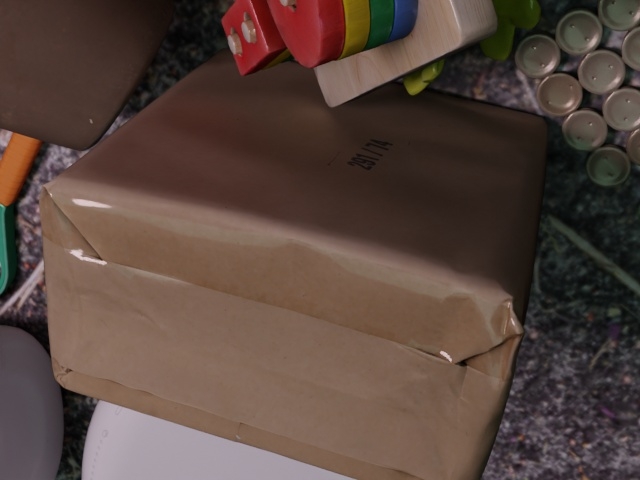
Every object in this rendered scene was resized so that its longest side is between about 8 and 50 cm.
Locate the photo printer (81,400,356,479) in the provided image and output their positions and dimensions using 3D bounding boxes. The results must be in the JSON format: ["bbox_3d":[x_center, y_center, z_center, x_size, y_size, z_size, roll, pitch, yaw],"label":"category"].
[{"bbox_3d":[-0.089,0.238,1.012,0.307,0.107,0.256,28,120,3],"label":"photo printer"}]

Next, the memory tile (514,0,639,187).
[{"bbox_3d":[0.233,-0.120,0.795,0.113,0.012,0.148,-30,104,27],"label":"memory tile"}]

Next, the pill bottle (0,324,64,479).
[{"bbox_3d":[-0.493,0.197,1.051,0.392,0.224,0.224,-1,115,18],"label":"pill bottle"}]

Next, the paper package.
[{"bbox_3d":[0.000,0.000,0.745,0.309,0.325,0.168,15,119,9],"label":"paper package"}]

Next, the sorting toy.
[{"bbox_3d":[-0.021,-0.214,0.623,0.089,0.255,0.257,-21,95,-15],"label":"sorting toy"}]

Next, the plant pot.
[{"bbox_3d":[-0.249,-0.193,0.799,0.229,0.263,0.263,30,122,-20],"label":"plant pot"}]

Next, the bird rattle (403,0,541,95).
[{"bbox_3d":[0.061,-0.239,0.731,0.206,0.143,0.254,8,115,32],"label":"bird rattle"}]

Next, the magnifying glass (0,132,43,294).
[{"bbox_3d":[-0.330,-0.025,1.007,0.092,0.026,0.231,34,119,-1],"label":"magnifying glass"}]
